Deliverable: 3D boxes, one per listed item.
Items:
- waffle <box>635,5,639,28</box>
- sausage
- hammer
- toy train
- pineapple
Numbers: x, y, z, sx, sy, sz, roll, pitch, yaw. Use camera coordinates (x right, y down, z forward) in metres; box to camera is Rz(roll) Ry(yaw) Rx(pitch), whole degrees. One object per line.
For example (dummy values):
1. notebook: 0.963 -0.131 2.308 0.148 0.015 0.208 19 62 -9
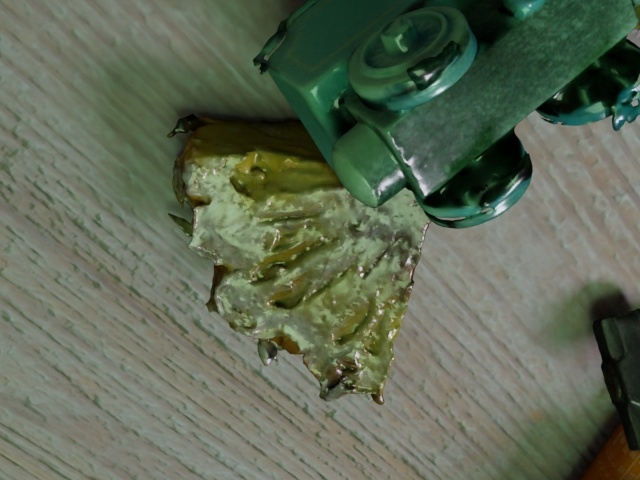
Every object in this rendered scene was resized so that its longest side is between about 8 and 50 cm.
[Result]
1. waffle: 0.319 -0.214 0.539 0.300 0.058 0.281 -2 128 -7
2. sausage: 0.297 0.199 0.841 0.071 0.071 0.234 11 125 -15
3. hammer: 0.413 0.080 0.761 0.365 0.111 0.043 -12 169 -5
4. toy train: 0.076 -0.108 0.511 0.203 0.163 0.112 -37 125 -7
5. pineapple: 0.000 0.000 0.632 0.186 0.114 0.236 -28 122 15
